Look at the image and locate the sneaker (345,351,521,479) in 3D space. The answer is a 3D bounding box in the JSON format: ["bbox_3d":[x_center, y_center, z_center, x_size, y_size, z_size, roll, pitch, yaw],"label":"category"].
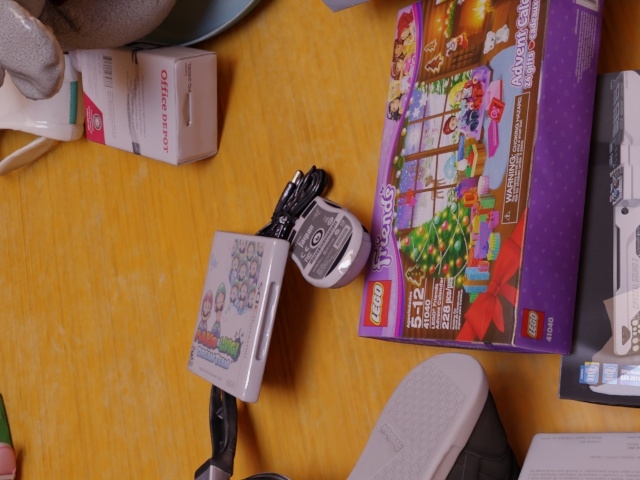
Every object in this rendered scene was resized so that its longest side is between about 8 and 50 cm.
[{"bbox_3d":[0.060,0.234,0.684,0.104,0.147,0.296,1,44,49],"label":"sneaker"}]

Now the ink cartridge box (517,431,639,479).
[{"bbox_3d":[0.198,0.212,0.609,0.189,0.066,0.232,-8,32,33],"label":"ink cartridge box"}]

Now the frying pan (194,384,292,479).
[{"bbox_3d":[-0.067,0.221,0.801,0.197,0.053,0.326,-28,44,41],"label":"frying pan"}]

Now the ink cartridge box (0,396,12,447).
[{"bbox_3d":[-0.477,0.229,1.079,0.153,0.208,0.087,-33,62,25],"label":"ink cartridge box"}]

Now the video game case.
[{"bbox_3d":[-0.080,0.065,0.908,0.157,0.019,0.143,7,86,64],"label":"video game case"}]

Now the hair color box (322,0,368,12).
[{"bbox_3d":[0.124,-0.315,0.743,0.374,0.113,0.185,-1,57,53],"label":"hair color box"}]

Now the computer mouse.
[{"bbox_3d":[0.000,0.000,0.865,0.106,0.042,0.193,-57,27,5],"label":"computer mouse"}]

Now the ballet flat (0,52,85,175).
[{"bbox_3d":[-0.440,-0.135,1.202,0.400,0.139,0.139,-9,74,33],"label":"ballet flat"}]

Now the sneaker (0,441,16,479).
[{"bbox_3d":[-0.351,0.295,1.075,0.070,0.051,0.134,18,93,35],"label":"sneaker"}]

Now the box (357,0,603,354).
[{"bbox_3d":[0.120,-0.062,0.769,0.201,0.057,0.294,-7,74,60],"label":"box"}]

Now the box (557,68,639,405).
[{"bbox_3d":[0.322,-0.001,0.645,0.307,0.076,0.243,0,79,36],"label":"box"}]

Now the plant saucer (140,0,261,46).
[{"bbox_3d":[-0.127,-0.355,1.070,0.317,0.043,0.318,-8,75,33],"label":"plant saucer"}]

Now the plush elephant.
[{"bbox_3d":[-0.275,-0.267,0.891,0.271,0.255,0.330,35,94,-6],"label":"plush elephant"}]

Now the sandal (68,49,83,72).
[{"bbox_3d":[-0.245,-0.319,1.076,0.102,0.076,0.266,-166,73,-66],"label":"sandal"}]

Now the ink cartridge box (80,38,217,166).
[{"bbox_3d":[-0.179,-0.149,1.024,0.150,0.063,0.109,17,116,36],"label":"ink cartridge box"}]
